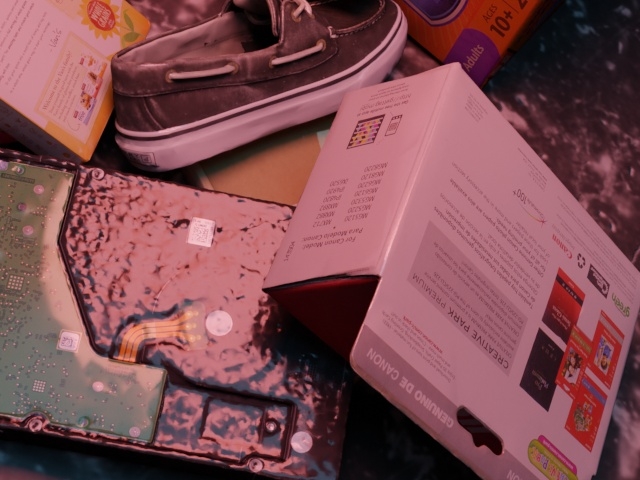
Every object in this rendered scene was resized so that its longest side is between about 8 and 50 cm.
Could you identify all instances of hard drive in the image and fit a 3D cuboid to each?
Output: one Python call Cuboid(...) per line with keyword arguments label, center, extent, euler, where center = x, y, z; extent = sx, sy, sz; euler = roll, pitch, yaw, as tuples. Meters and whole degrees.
Cuboid(label="hard drive", center=(-0.136, 0.068, 1.013), extent=(0.339, 0.064, 0.237), euler=(11, 68, -5))

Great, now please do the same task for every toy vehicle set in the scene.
Cuboid(label="toy vehicle set", center=(0.000, 0.000, 1.125), extent=(0.166, 0.035, 0.267), euler=(-23, 73, -24))

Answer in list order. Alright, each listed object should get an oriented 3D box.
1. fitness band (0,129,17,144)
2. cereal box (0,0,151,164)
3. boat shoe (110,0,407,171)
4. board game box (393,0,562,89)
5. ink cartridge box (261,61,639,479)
Cuboid(label="fitness band", center=(-0.347, -0.182, 1.106), extent=(0.290, 0.054, 0.209), euler=(-4, 64, -19))
Cuboid(label="cereal box", center=(-0.272, -0.194, 1.039), extent=(0.240, 0.047, 0.173), euler=(38, 52, -28))
Cuboid(label="boat shoe", center=(-0.044, -0.176, 1.118), extent=(0.121, 0.119, 0.335), euler=(27, 46, 38))
Cuboid(label="board game box", center=(0.180, -0.450, 1.205), extent=(0.356, 0.356, 0.356), euler=(40, 61, 5))
Cuboid(label="ink cartridge box", center=(0.112, 0.063, 0.993), extent=(0.309, 0.130, 0.272), euler=(43, 55, -32))
